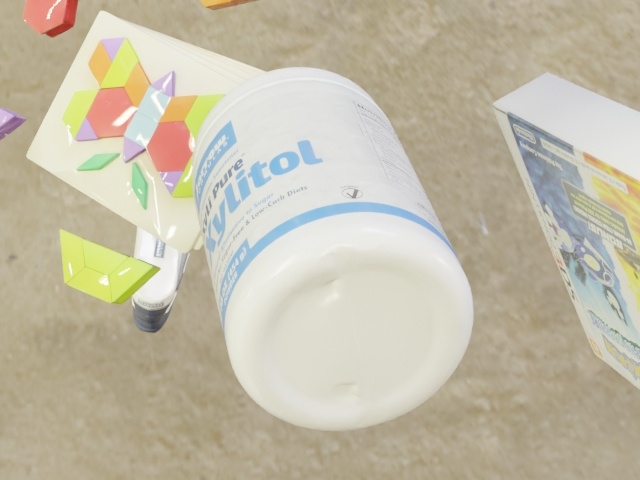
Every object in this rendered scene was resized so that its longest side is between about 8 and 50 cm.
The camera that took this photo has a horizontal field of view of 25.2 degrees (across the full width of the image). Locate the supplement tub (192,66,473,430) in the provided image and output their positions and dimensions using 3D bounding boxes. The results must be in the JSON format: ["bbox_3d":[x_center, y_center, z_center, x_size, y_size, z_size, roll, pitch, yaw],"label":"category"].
[{"bbox_3d":[0.000,0.000,0.433,0.071,0.107,0.071,-6,122,-10],"label":"supplement tub"}]

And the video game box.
[{"bbox_3d":[0.181,0.016,0.776,0.048,0.205,0.187,-31,113,-6],"label":"video game box"}]

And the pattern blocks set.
[{"bbox_3d":[-0.131,-0.090,1.113,0.325,0.026,0.285,14,89,21],"label":"pattern blocks set"}]

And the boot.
[{"bbox_3d":[-0.185,0.009,1.652,0.069,0.190,0.086,14,148,-3],"label":"boot"}]
